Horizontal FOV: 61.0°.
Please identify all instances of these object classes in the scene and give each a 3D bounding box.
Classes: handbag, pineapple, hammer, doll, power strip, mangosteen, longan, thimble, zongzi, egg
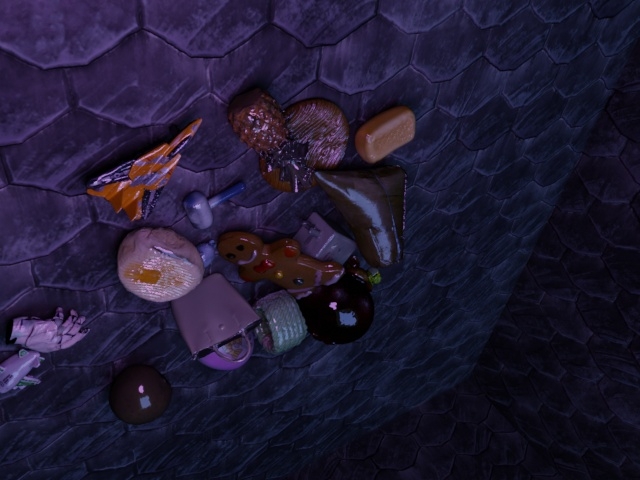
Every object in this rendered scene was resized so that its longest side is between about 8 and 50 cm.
[{"bbox_3d":[-0.322,0.249,1.694,0.241,0.315,0.109,-27,138,-20],"label":"handbag"},{"bbox_3d":[-0.118,-0.260,1.472,0.310,0.170,0.141,55,43,-39],"label":"pineapple"},{"bbox_3d":[-0.298,-0.115,1.571,0.194,0.069,0.116,-33,141,-20],"label":"hammer"},{"bbox_3d":[-0.391,0.072,1.673,0.075,0.120,0.180,41,116,-9],"label":"doll"},{"bbox_3d":[0.000,0.000,1.880,0.140,0.139,0.224,-51,142,12],"label":"power strip"},{"bbox_3d":[0.070,0.220,2.053,0.307,0.306,0.347,49,58,-53],"label":"mangosteen"},{"bbox_3d":[-0.601,0.511,1.805,0.196,0.196,0.220,-30,151,-15],"label":"longan"},{"bbox_3d":[-0.153,0.293,1.977,0.150,0.219,0.219,-20,137,-29],"label":"thimble"},{"bbox_3d":[0.126,-0.067,1.802,0.393,0.174,0.356,-9,99,-42],"label":"zongzi"},{"bbox_3d":[-0.350,0.344,1.862,0.271,0.196,0.196,17,114,-46],"label":"egg"}]

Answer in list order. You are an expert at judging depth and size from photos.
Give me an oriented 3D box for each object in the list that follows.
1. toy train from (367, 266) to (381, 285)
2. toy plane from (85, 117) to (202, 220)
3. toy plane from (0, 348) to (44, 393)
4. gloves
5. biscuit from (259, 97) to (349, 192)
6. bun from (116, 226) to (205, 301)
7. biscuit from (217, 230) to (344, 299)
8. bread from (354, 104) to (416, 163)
[{"bbox_3d":[0.147,0.209,2.286,0.249,0.053,0.085,-38,134,-6],"label":"toy train"},{"bbox_3d":[-0.418,-0.199,1.362,0.316,0.103,0.204,-51,144,0],"label":"toy plane"},{"bbox_3d":[-0.864,0.371,1.528,0.174,0.080,0.174,-23,140,-21],"label":"toy plane"},{"bbox_3d":[-0.746,0.257,1.504,0.212,0.111,0.128,14,112,-39],"label":"gloves"},{"bbox_3d":[-0.044,-0.280,1.653,0.318,0.040,0.318,-24,140,-22],"label":"biscuit"},{"bbox_3d":[-0.444,0.055,1.528,0.243,0.153,0.244,-6,137,-5],"label":"bun"},{"bbox_3d":[-0.150,0.089,1.779,0.432,0.064,0.283,28,137,-35],"label":"biscuit"},{"bbox_3d":[0.205,-0.351,1.755,0.217,0.098,0.147,-31,140,-18],"label":"bread"}]
